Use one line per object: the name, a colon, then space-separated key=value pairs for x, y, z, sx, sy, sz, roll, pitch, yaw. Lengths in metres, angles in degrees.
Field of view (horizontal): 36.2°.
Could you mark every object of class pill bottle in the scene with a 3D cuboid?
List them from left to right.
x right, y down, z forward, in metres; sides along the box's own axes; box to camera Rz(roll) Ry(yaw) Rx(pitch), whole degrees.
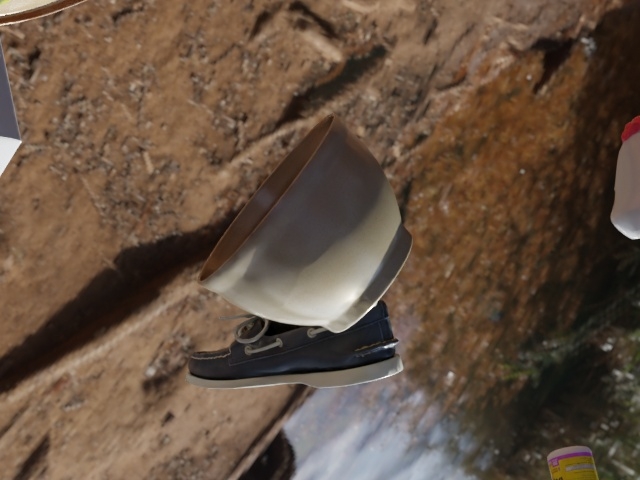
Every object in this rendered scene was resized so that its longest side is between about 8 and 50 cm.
pill bottle: x=0.247 y=0.243 z=0.940 sx=0.043 sy=0.043 sz=0.083 roll=54 pitch=25 yaw=-60

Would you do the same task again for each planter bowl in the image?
planter bowl: x=0.000 y=0.000 z=0.737 sx=0.162 sy=0.109 sz=0.162 roll=-50 pitch=-170 yaw=12

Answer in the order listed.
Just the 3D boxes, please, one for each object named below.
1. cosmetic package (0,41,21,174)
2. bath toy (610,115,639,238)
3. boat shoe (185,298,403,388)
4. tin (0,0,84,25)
cosmetic package: x=-0.471 y=-0.110 z=1.107 sx=0.097 sy=0.284 sz=0.377 roll=9 pitch=140 yaw=-39
bath toy: x=0.409 y=-0.092 z=0.914 sx=0.151 sy=0.348 sz=0.129 roll=-11 pitch=84 yaw=-28
boat shoe: x=-0.036 y=0.104 z=0.963 sx=0.095 sy=0.254 sz=0.079 roll=-10 pitch=90 yaw=-49
tin: x=-0.087 y=-0.145 z=0.426 sx=0.189 sy=0.040 sz=0.106 roll=-22 pitch=175 yaw=-4
